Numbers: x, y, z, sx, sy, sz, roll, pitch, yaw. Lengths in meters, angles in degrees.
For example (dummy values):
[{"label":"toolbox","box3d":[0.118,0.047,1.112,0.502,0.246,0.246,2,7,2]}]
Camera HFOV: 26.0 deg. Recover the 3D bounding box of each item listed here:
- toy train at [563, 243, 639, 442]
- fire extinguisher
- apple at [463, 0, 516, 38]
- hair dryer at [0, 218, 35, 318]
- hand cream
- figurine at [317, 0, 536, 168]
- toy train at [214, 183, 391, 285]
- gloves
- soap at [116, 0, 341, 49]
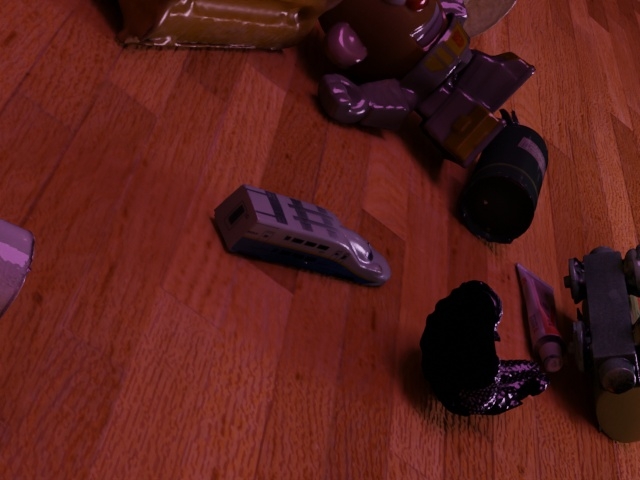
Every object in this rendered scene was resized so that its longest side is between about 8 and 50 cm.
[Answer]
[{"label":"toy train","box3d":[0.340,0.117,1.601,0.253,0.105,0.157,-82,160,-58]},{"label":"fire extinguisher","box3d":[0.245,-0.089,1.795,0.118,0.093,0.294,66,21,-15]},{"label":"apple","box3d":[0.172,-0.431,1.989,0.292,0.254,0.292,34,14,-10]},{"label":"hair dryer","box3d":[-0.264,0.062,0.879,0.131,0.073,0.236,27,39,-28]},{"label":"hand cream","box3d":[0.262,0.091,1.619,0.216,0.038,0.052,-84,151,-63]},{"label":"figurine","box3d":[0.113,-0.244,1.739,0.285,0.167,0.342,43,29,-10]},{"label":"toy train","box3d":[0.000,0.000,1.347,0.234,0.051,0.052,15,42,-45]},{"label":"gloves","box3d":[0.154,0.118,1.369,0.129,0.106,0.180,59,1,25]},{"label":"soap","box3d":[-0.065,-0.346,1.499,0.156,0.293,0.335,49,27,17]}]
